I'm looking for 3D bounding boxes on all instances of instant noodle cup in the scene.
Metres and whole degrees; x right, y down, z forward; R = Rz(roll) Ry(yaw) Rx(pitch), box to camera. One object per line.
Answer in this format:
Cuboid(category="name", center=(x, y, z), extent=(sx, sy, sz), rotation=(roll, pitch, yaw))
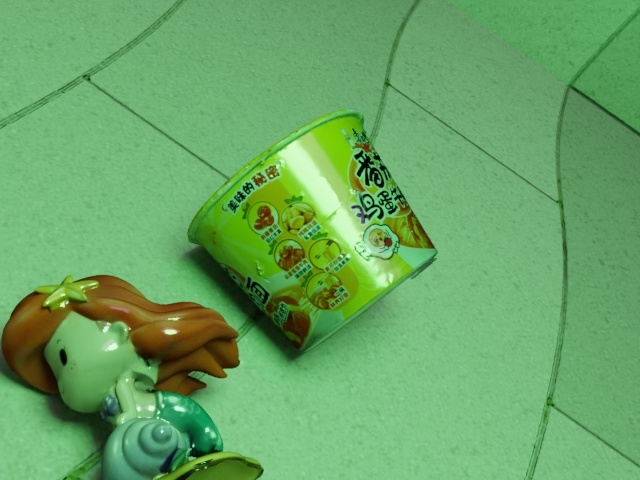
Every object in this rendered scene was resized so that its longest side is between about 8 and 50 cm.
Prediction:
Cuboid(category="instant noodle cup", center=(0.000, 0.000, 0.993), extent=(0.264, 0.264, 0.200), rotation=(-27, 78, -47))

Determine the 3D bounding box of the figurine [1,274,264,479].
Cuboid(category="figurine", center=(-0.168, 0.145, 0.793), extent=(0.208, 0.181, 0.257), rotation=(-29, 62, -5))
